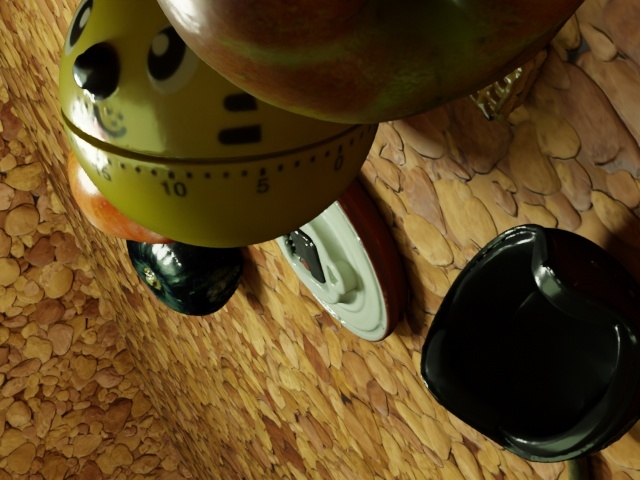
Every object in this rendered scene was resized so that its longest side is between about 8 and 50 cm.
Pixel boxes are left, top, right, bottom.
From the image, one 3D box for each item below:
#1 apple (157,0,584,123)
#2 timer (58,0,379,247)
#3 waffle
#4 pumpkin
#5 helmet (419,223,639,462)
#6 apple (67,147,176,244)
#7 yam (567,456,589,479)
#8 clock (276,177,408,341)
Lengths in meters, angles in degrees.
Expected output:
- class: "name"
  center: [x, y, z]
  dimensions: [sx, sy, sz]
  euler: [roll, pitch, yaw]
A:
- class: "apple"
  center: [0.032, -0.256, 0.869]
  dimensions: [0.339, 0.339, 0.339]
  euler: [50, 159, 27]
- class: "timer"
  center: [-0.107, -0.196, 1.296]
  dimensions: [0.376, 0.376, 0.387]
  euler: [39, 141, 46]
- class: "waffle"
  center: [0.137, -0.187, 1.134]
  dimensions: [0.148, 0.042, 0.102]
  euler: [54, 159, 17]
- class: "pumpkin"
  center: [-0.240, 0.024, 2.232]
  dimensions: [0.233, 0.163, 0.233]
  euler: [48, 160, 24]
- class: "helmet"
  center: [0.204, 0.092, 1.141]
  dimensions: [0.189, 0.193, 0.216]
  euler: [-46, 58, 25]
- class: "apple"
  center: [-0.272, -0.100, 2.010]
  dimensions: [0.242, 0.242, 0.241]
  euler: [48, 165, 30]
- class: "yam"
  center: [0.286, 0.240, 1.425]
  dimensions: [0.029, 0.027, 0.234]
  euler: [-101, -3, -54]
- class: "clock"
  center: [0.000, 0.000, 1.711]
  dimensions: [0.318, 0.080, 0.318]
  euler: [50, 159, 27]
